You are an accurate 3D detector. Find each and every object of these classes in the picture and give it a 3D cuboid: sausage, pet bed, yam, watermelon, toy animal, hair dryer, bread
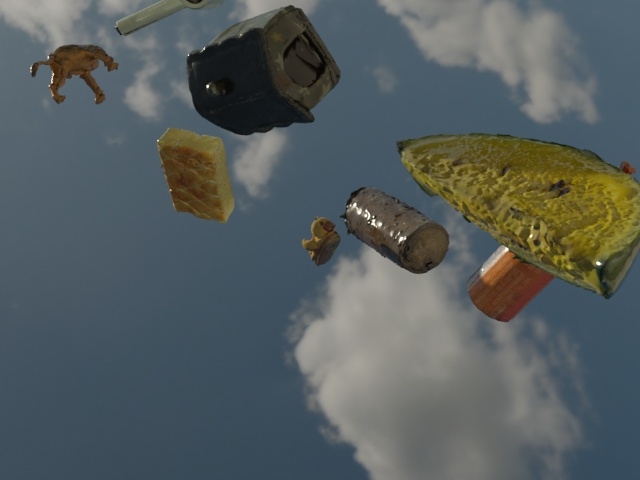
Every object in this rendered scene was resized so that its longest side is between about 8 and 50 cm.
[{"bbox_3d":[0.332,-0.007,1.293,0.093,0.312,0.093,20,-137,-19],"label":"sausage"},{"bbox_3d":[-0.103,-0.271,1.510,0.159,0.211,0.183,-53,-57,-34],"label":"pet bed"},{"bbox_3d":[0.153,-0.022,1.910,0.131,0.280,0.131,-9,-67,-23],"label":"yam"},{"bbox_3d":[0.185,-0.033,0.813,0.129,0.301,0.123,11,-74,-35],"label":"watermelon"},{"bbox_3d":[-0.474,-0.334,1.720,0.116,0.114,0.255,39,-166,5],"label":"toy animal"},{"bbox_3d":[-0.311,-0.466,1.806,0.131,0.236,0.073,-64,-45,-72],"label":"hair dryer"},{"bbox_3d":[-0.245,-0.127,1.819,0.188,0.125,0.068,85,-154,-44],"label":"bread"}]

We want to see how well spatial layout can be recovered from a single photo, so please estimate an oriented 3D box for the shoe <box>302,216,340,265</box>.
[{"bbox_3d":[-0.003,0.002,1.942,0.072,0.109,0.069,-31,-119,-20],"label":"shoe"}]
